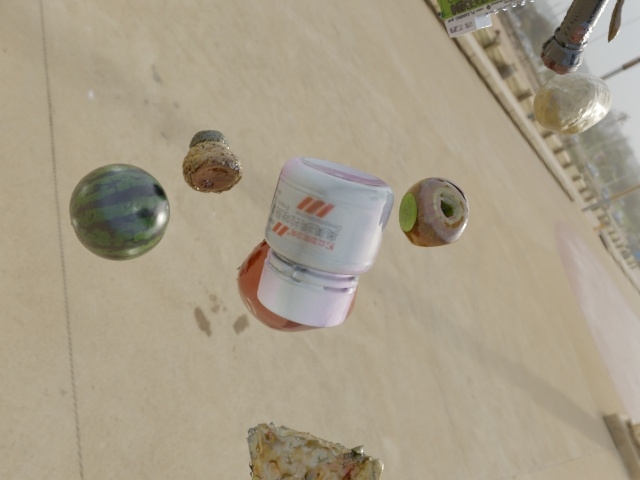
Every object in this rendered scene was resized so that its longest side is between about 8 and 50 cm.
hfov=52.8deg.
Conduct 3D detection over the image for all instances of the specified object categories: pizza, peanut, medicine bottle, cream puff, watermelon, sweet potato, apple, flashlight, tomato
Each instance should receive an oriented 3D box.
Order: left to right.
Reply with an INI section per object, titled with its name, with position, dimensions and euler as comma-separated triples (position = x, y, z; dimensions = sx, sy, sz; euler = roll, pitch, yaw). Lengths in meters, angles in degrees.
[watermelon]
position = -0.580, -0.080, 1.870
dimensions = 0.285, 0.285, 0.285
euler = 45, 29, -34
[cream puff]
position = -0.330, -0.255, 1.959
dimensions = 0.183, 0.183, 0.169
euler = 31, 39, -50
[tomato]
position = -0.056, 0.115, 1.742
dimensions = 0.341, 0.341, 0.273
euler = 14, 48, -59
[pizza]
position = -0.012, 0.689, 1.756
dimensions = 0.080, 0.391, 0.435
euler = 65, 15, -62
[medicine bottle]
position = 0.000, 0.000, 1.413
dimensions = 0.255, 0.325, 0.256
euler = 17, 15, -5
[apple]
position = 0.253, -0.058, 1.445
dimensions = 0.146, 0.147, 0.163
euler = 2, 75, -23
[peanut]
position = 0.756, -0.413, 1.949
dimensions = 0.169, 0.192, 0.387
euler = 43, 33, 26
[flashlight]
position = 0.540, -0.458, 1.327
dimensions = 0.092, 0.232, 0.093
euler = 6, 51, -8
[sweet potato]
position = 0.634, -0.481, 1.376
dimensions = 0.026, 0.026, 0.115
euler = -54, 151, -64

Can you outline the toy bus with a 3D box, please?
[toy bus]
position = 0.476, -0.676, 1.796
dimensions = 0.113, 0.301, 0.139
euler = -26, 104, -39
